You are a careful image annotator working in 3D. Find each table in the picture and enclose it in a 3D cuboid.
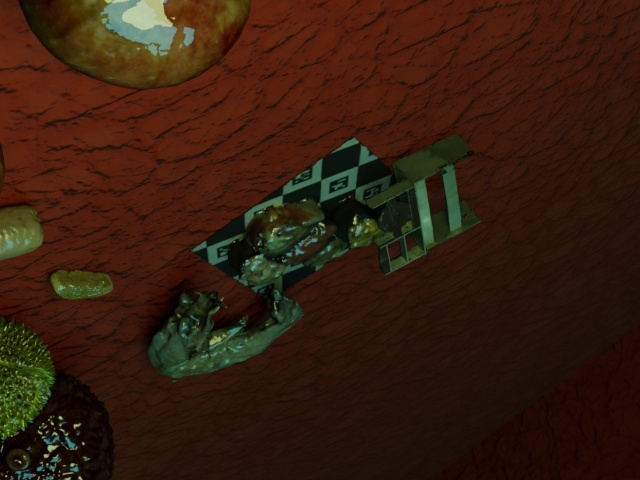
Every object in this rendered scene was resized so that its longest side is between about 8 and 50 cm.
[{"bbox_3d":[0.142,-0.051,1.490,0.175,0.062,0.146,-26,138,-11],"label":"table"}]

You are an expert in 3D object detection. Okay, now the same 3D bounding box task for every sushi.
[{"bbox_3d":[0.000,0.000,1.491,0.294,0.059,0.292,-35,154,10],"label":"sushi"}]

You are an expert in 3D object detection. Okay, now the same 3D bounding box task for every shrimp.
[{"bbox_3d":[-0.139,0.130,1.530,0.247,0.085,0.360,-18,161,-9],"label":"shrimp"}]

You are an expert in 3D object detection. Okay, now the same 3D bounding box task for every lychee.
[{"bbox_3d":[-0.398,0.294,1.430,0.236,0.236,0.271,-22,-178,-13],"label":"lychee"}]

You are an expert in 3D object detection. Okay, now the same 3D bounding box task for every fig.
[{"bbox_3d":[-0.153,-0.219,0.832,0.205,0.205,0.205,-23,153,-12],"label":"fig"}]

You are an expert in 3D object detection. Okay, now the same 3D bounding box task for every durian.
[{"bbox_3d":[-0.427,0.180,1.271,0.198,0.159,0.146,-13,144,-29],"label":"durian"}]

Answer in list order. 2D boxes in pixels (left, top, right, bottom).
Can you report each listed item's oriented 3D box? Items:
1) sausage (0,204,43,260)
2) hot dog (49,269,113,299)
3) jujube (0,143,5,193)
[{"bbox_3d":[-0.436,0.009,1.071,0.301,0.066,0.066,-9,148,-33],"label":"sausage"},{"bbox_3d":[-0.310,0.059,1.318,0.090,0.030,0.034,5,139,-48],"label":"hot dog"},{"bbox_3d":[-0.398,-0.052,0.907,0.236,0.168,0.168,-21,156,13],"label":"jujube"}]
